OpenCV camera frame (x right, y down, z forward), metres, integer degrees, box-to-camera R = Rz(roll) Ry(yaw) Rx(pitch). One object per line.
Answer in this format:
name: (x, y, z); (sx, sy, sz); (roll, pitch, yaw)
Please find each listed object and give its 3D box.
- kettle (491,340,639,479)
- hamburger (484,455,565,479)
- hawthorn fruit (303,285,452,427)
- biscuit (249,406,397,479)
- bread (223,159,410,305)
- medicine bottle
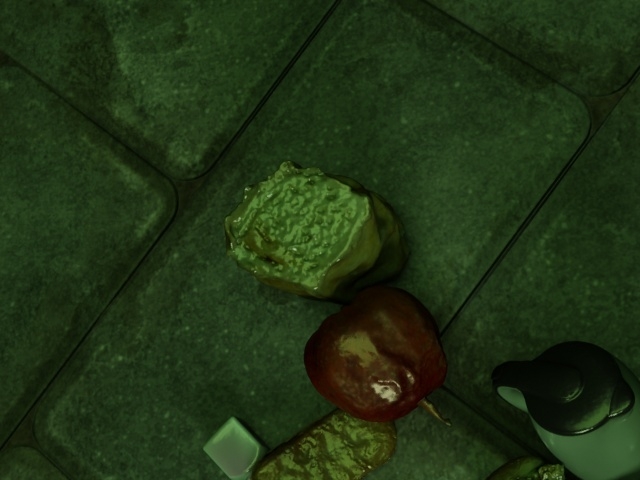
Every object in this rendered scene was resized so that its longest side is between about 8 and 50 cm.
kettle: (0.352, 0.233, 1.665); (0.221, 0.236, 0.161); (14, 73, 32)
hamburger: (0.290, 0.372, 1.697); (0.131, 0.159, 0.185); (52, 129, 22)
hawthorn fruit: (0.107, 0.195, 1.787); (0.207, 0.207, 0.243); (-43, 79, 3)
biscuit: (0.005, 0.338, 1.838); (0.247, 0.029, 0.118); (-32, 75, -10)
bread: (0.005, -0.004, 1.832); (0.238, 0.252, 0.196); (14, 82, 17)
medicine bottle: (-0.119, 0.344, 1.885); (0.118, 0.055, 0.074); (43, 88, 20)
